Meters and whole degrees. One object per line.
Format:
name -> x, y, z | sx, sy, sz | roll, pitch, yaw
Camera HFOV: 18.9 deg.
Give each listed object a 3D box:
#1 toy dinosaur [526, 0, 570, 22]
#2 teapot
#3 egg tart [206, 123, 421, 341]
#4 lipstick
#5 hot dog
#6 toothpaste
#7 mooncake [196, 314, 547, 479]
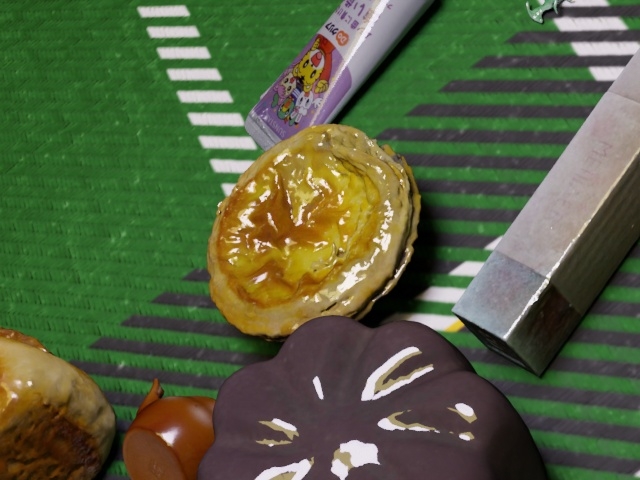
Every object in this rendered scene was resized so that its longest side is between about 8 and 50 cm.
toy dinosaur -> 0.230, -0.258, 1.946 | 0.062, 0.021, 0.083 | -41, 45, 22
teapot -> -0.117, 0.198, 1.822 | 0.173, 0.116, 0.116 | 42, 88, 22
egg tart -> 0.000, 0.000, 1.870 | 0.241, 0.106, 0.241 | -18, 55, 26
lipstick -> 0.264, -0.055, 1.741 | 0.076, 0.080, 0.371 | 29, 79, 45
hot dog -> -0.405, 0.246, 1.928 | 0.405, 0.185, 0.223 | -46, 47, -2
toothpaste -> 0.034, -0.208, 2.021 | 0.299, 0.073, 0.114 | -49, 45, 7
mooncake -> 0.038, 0.202, 1.659 | 0.306, 0.154, 0.306 | -13, 49, 16
